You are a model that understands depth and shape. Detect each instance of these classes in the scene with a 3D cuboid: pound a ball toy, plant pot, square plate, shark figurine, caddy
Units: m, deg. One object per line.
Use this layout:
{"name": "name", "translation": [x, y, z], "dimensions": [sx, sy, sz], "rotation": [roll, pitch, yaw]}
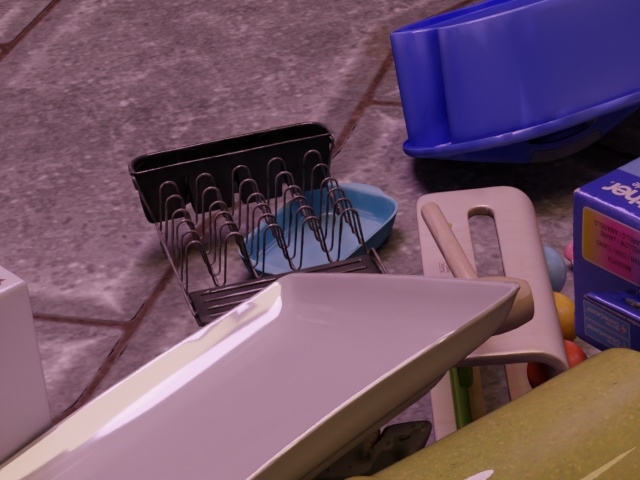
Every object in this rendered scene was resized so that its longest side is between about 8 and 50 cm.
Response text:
{"name": "pound a ball toy", "translation": [0.156, 0.051, 1.584], "dimensions": [0.136, 0.208, 0.319], "rotation": [-4, 30, 1]}
{"name": "plant pot", "translation": [0.145, 0.208, 1.203], "dimensions": [0.254, 0.276, 0.276], "rotation": [-34, 39, -18]}
{"name": "square plate", "translation": [-0.063, 0.130, 1.388], "dimensions": [0.347, 0.049, 0.344], "rotation": [-34, 17, -25]}
{"name": "shark figurine", "translation": [0.006, 0.198, 1.462], "dimensions": [0.166, 0.116, 0.278], "rotation": [-45, 12, -7]}
{"name": "caddy", "translation": [0.239, -0.174, 1.989], "dimensions": [0.341, 0.179, 0.241], "rotation": [-19, 9, -22]}

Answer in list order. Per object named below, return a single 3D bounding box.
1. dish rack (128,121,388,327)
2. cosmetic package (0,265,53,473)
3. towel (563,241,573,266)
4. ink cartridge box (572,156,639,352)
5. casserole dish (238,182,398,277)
{"name": "dish rack", "translation": [-0.057, -0.013, 1.784], "dimensions": [0.208, 0.074, 0.271], "rotation": [-13, 31, -10]}
{"name": "cosmetic package", "translation": [-0.284, 0.135, 1.486], "dimensions": [0.117, 0.231, 0.085], "rotation": [-28, 38, -34]}
{"name": "towel", "translation": [0.321, 0.010, 1.729], "dimensions": [0.144, 0.029, 0.197], "rotation": [-46, 36, 5]}
{"name": "ink cartridge box", "translation": [0.384, 0.016, 1.477], "dimensions": [0.395, 0.151, 0.270], "rotation": [-27, 37, -30]}
{"name": "casserole dish", "translation": [0.000, 0.000, 1.861], "dimensions": [0.114, 0.037, 0.188], "rotation": [15, 37, 30]}
